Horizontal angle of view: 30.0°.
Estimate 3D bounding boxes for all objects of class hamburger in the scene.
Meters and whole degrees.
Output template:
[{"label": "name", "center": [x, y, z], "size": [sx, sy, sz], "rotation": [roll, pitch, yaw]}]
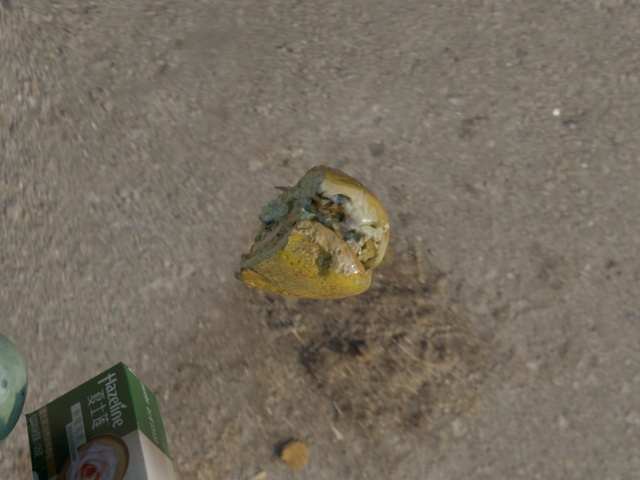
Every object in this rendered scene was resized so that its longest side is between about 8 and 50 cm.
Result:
[{"label": "hamburger", "center": [0.000, 0.000, 1.488], "size": [0.156, 0.283, 0.144], "rotation": [21, 75, -13]}]

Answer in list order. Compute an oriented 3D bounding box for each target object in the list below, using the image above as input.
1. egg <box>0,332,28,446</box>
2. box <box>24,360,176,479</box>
[{"label": "egg", "center": [-0.418, 0.178, 1.252], "size": [0.236, 0.169, 0.169], "rotation": [-27, 107, -1]}, {"label": "box", "center": [-0.237, 0.247, 1.300], "size": [0.135, 0.199, 0.081], "rotation": [-31, 133, 5]}]
